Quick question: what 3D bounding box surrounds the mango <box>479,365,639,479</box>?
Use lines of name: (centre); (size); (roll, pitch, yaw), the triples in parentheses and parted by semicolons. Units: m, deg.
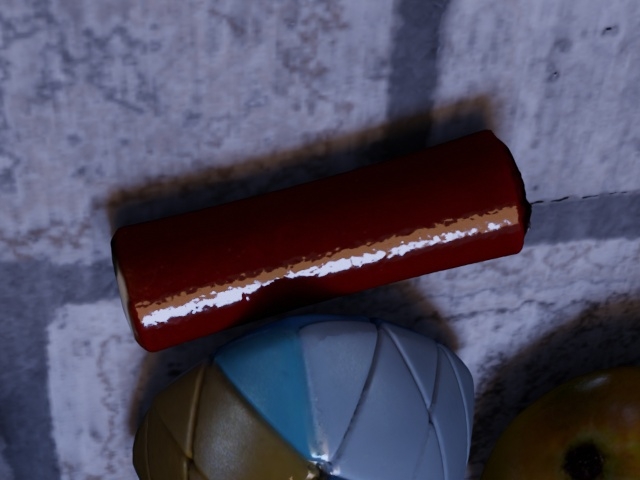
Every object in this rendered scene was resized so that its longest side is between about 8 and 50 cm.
mango: (0.219, 0.212, 1.005); (0.211, 0.173, 0.317); (-17, 147, -4)

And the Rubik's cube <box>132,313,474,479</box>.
Rubik's cube: (-0.007, 0.137, 0.888); (0.254, 0.254, 0.254); (-9, 135, -9)

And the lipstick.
lipstick: (0.000, 0.000, 0.791); (0.241, 0.080, 0.080); (-15, 135, -3)
